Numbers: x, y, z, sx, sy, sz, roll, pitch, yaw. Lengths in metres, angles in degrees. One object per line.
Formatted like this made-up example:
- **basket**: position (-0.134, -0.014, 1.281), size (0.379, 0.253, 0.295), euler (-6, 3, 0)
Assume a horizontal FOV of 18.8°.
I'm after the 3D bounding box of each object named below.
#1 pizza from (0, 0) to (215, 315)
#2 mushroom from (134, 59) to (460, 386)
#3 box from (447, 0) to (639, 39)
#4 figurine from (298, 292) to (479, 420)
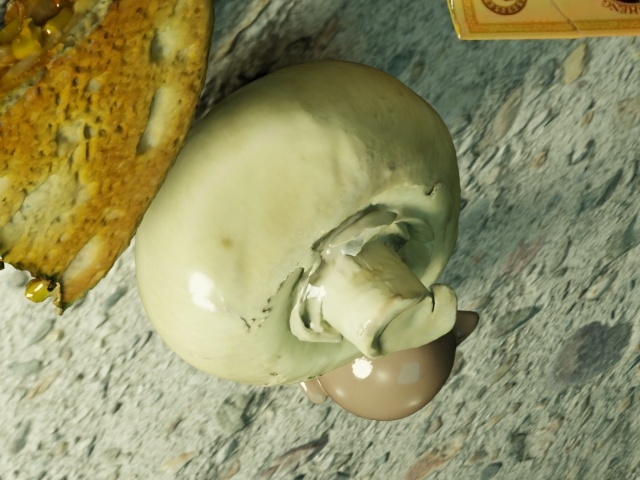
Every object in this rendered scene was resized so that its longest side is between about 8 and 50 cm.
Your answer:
- **pizza**: position (-0.165, -0.065, 1.094), size (0.229, 0.081, 0.289), euler (-29, 150, -39)
- **mushroom**: position (0.000, 0.000, 1.292), size (0.246, 0.202, 0.246), euler (-27, 138, -27)
- **box**: position (0.227, -0.200, 1.178), size (0.174, 0.274, 0.076), euler (-63, 147, -48)
- **figurine**: position (0.051, 0.086, 1.583), size (0.138, 0.125, 0.125), euler (-38, 157, 24)
